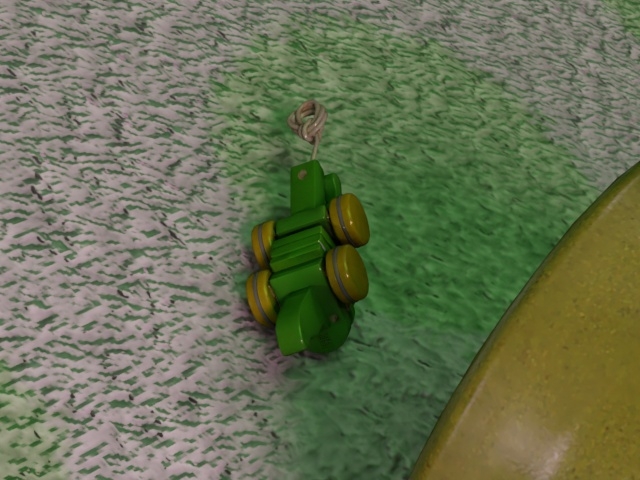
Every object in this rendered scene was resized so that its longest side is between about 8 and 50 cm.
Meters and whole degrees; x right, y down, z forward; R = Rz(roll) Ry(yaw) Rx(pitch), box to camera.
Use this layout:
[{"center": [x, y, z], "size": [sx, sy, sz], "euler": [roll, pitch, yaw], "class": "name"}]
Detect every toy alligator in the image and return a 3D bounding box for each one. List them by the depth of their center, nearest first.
[{"center": [0.000, 0.000, 0.712], "size": [0.189, 0.056, 0.051], "euler": [-87, 152, -48], "class": "toy alligator"}]

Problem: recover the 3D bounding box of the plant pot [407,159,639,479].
[{"center": [0.221, 0.146, 0.495], "size": [0.353, 0.366, 0.366], "euler": [32, 38, 22], "class": "plant pot"}]
